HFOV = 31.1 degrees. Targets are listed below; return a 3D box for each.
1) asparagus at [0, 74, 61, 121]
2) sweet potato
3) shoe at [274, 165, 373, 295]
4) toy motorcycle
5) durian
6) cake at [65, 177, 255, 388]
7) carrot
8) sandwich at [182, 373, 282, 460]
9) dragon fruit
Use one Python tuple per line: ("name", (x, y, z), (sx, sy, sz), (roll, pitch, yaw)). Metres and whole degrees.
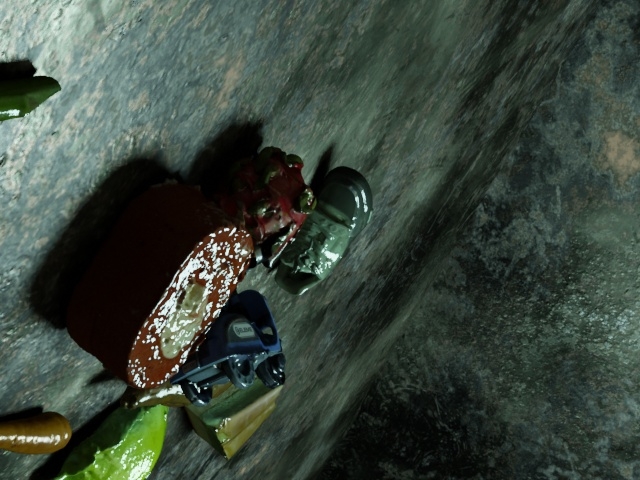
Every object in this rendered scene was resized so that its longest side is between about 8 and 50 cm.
("asparagus", (-0.310, -0.129, 1.068), (0.041, 0.045, 0.178), (-23, -179, 30))
("sweet potato", (-0.223, 0.220, 1.911), (0.336, 0.131, 0.131), (-30, 153, -52))
("shoe", (-0.003, -0.001, 2.076), (0.149, 0.109, 0.293), (-49, 169, -36))
("toy motorcycle", (-0.150, 0.140, 1.806), (0.125, 0.213, 0.358), (-25, 169, 16))
("durian", (-0.346, 0.355, 1.906), (0.250, 0.101, 0.139), (-42, 126, -34))
("cake", (-0.218, 0.053, 1.535), (0.283, 0.151, 0.177), (-53, 152, 1))
("carrot", (-0.420, 0.270, 1.583), (0.061, 0.061, 0.256), (-55, 162, 7))
("sandwich", (-0.172, 0.319, 2.296), (0.186, 0.108, 0.220), (-48, 161, -17))
("dragon fruit", (-0.081, -0.052, 1.685), (0.172, 0.160, 0.166), (-43, 138, -31))
